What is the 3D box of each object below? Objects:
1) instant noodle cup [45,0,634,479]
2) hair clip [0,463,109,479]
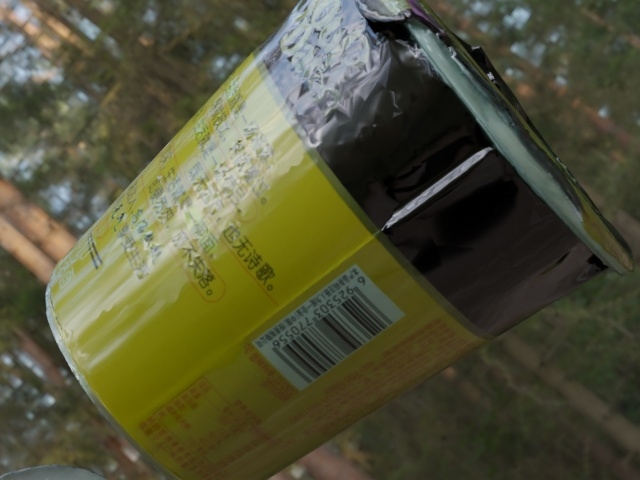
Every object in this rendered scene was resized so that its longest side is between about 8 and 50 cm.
[{"bbox_3d":[0.000,0.000,0.699,0.236,0.215,0.215,-40,-19,10],"label":"instant noodle cup"},{"bbox_3d":[-0.132,0.157,0.683,0.116,0.172,0.049,-61,7,-32],"label":"hair clip"}]
